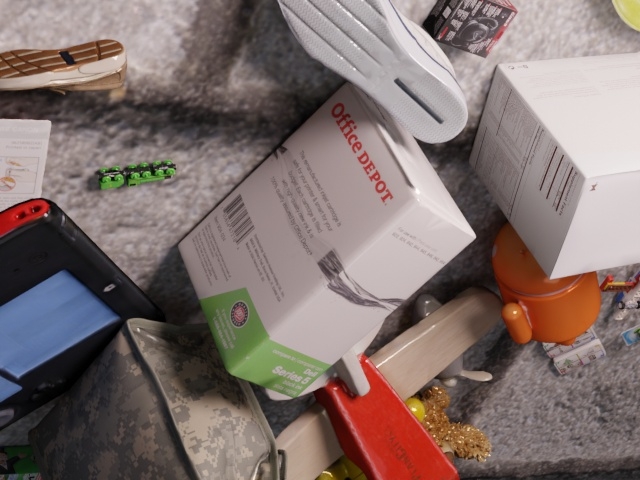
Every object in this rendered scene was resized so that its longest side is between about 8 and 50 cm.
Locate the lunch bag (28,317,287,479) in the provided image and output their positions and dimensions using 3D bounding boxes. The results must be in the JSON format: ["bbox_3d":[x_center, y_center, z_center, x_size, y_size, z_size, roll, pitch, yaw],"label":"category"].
[{"bbox_3d":[-0.169,0.266,1.245,0.169,0.287,0.235,8,134,-47],"label":"lunch bag"}]

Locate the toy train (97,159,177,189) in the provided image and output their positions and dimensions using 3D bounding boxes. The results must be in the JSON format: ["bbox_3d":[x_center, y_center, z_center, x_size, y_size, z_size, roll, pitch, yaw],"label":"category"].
[{"bbox_3d":[-0.189,-0.067,1.154,0.083,0.017,0.023,-9,145,-20],"label":"toy train"}]

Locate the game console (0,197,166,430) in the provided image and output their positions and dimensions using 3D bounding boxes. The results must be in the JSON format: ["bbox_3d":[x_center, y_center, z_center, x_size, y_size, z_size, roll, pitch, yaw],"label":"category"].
[{"bbox_3d":[-0.353,0.114,1.132,0.342,0.060,0.386,-26,159,-1],"label":"game console"}]

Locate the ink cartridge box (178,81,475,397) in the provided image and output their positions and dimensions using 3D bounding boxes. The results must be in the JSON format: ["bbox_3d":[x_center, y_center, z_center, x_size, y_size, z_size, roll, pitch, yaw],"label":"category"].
[{"bbox_3d":[0.000,0.000,1.182,0.273,0.198,0.115,-42,137,18],"label":"ink cartridge box"}]

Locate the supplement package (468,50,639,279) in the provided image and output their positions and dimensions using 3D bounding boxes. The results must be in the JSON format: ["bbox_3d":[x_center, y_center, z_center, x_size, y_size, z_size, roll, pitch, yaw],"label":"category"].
[{"bbox_3d":[0.307,-0.089,1.247,0.194,0.203,0.149,-8,135,-19],"label":"supplement package"}]

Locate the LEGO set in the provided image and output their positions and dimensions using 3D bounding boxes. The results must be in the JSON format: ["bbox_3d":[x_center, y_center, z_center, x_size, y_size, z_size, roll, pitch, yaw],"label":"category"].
[{"bbox_3d":[0.435,0.098,1.640,0.244,0.060,0.182,-26,143,13],"label":"LEGO set"}]

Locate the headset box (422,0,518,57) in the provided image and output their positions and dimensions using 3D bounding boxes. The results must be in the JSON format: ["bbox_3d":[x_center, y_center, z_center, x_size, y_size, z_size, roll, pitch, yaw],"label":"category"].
[{"bbox_3d":[0.158,-0.229,1.157,0.083,0.032,0.062,10,128,-35],"label":"headset box"}]

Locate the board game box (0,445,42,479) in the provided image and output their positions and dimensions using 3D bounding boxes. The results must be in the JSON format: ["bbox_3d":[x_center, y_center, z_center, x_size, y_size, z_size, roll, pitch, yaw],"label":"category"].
[{"bbox_3d":[-0.380,0.390,1.500,0.214,0.046,0.317,3,131,-30],"label":"board game box"}]

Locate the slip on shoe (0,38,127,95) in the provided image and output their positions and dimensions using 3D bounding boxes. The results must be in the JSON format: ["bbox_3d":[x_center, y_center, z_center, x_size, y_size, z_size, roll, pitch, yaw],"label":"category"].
[{"bbox_3d":[-0.243,-0.150,1.018,0.135,0.051,0.041,-16,136,-24],"label":"slip on shoe"}]

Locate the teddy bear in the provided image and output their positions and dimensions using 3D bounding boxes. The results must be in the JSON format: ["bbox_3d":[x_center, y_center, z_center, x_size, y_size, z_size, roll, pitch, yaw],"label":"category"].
[{"bbox_3d":[0.146,0.370,1.705,0.245,0.113,0.338,-3,134,-28],"label":"teddy bear"}]

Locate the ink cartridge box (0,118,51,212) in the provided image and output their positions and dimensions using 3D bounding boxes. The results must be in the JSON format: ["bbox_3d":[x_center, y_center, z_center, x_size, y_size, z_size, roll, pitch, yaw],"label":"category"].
[{"bbox_3d":[-0.368,-0.032,1.077,0.189,0.066,0.232,-1,124,-26],"label":"ink cartridge box"}]

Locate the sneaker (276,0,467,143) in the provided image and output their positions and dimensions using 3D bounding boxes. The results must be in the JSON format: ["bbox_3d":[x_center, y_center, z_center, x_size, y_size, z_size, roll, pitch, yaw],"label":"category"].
[{"bbox_3d":[0.044,-0.199,1.092,0.094,0.091,0.258,-36,117,17],"label":"sneaker"}]

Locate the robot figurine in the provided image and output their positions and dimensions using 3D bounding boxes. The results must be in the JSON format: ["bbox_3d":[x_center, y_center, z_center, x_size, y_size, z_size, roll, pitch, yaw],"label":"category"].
[{"bbox_3d":[0.290,0.045,1.435,0.158,0.128,0.219,-25,137,2],"label":"robot figurine"}]

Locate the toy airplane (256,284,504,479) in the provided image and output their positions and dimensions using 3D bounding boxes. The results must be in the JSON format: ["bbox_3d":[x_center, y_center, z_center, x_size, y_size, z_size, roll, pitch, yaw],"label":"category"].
[{"bbox_3d":[0.043,0.227,1.429,0.386,0.272,0.384,9,90,-23],"label":"toy airplane"}]

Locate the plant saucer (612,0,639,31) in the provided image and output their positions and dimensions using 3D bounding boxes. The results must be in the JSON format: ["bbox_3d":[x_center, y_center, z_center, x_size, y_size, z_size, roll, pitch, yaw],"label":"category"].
[{"bbox_3d":[0.404,-0.328,1.180,0.241,0.037,0.241,-14,137,-13],"label":"plant saucer"}]
